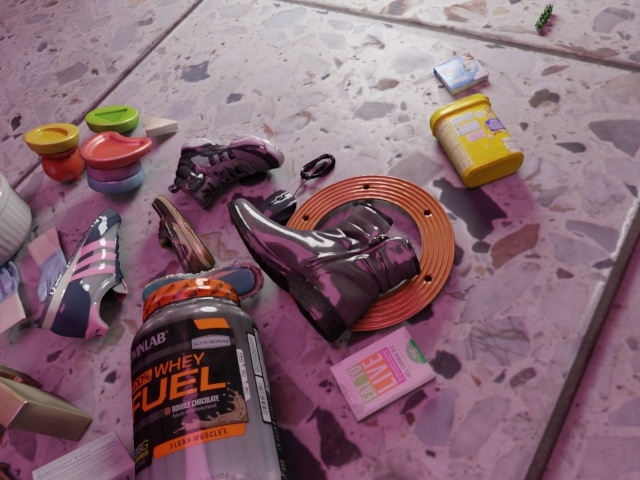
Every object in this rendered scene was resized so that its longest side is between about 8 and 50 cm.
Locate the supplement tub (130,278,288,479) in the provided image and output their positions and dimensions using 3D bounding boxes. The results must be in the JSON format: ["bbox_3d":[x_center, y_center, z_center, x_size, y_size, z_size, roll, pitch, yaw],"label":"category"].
[{"bbox_3d":[-0.182,0.242,0.729,0.207,0.207,0.338,-21,56,3],"label":"supplement tub"}]

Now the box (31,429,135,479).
[{"bbox_3d":[-0.344,0.367,0.697,0.126,0.072,0.137,-20,14,-33],"label":"box"}]

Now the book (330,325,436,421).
[{"bbox_3d":[0.102,0.219,0.772,0.144,0.035,0.096,-29,61,-4],"label":"book"}]

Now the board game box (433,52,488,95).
[{"bbox_3d":[0.320,-0.382,1.075,0.090,0.020,0.090,-24,58,0],"label":"board game box"}]

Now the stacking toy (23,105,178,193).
[{"bbox_3d":[-0.531,-0.223,1.195,0.309,0.130,0.279,19,40,22],"label":"stacking toy"}]

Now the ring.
[{"bbox_3d":[0.083,0.016,0.897,0.337,0.032,0.336,-7,59,12],"label":"ring"}]

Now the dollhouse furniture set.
[{"bbox_3d":[-0.576,0.409,0.758,0.303,0.174,0.355,20,67,25],"label":"dollhouse furniture set"}]

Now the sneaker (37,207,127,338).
[{"bbox_3d":[-0.461,0.068,0.988,0.131,0.112,0.319,24,44,-19],"label":"sneaker"}]

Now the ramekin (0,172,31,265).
[{"bbox_3d":[-0.821,-0.033,1.107,0.273,0.127,0.272,-10,54,13],"label":"ramekin"}]

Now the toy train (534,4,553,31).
[{"bbox_3d":[0.523,-0.520,1.099,0.017,0.023,0.083,21,67,34],"label":"toy train"}]

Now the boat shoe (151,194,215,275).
[{"bbox_3d":[-0.307,-0.011,0.991,0.073,0.080,0.223,-38,62,-14],"label":"boat shoe"}]

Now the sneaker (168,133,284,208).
[{"bbox_3d":[-0.213,-0.145,1.037,0.269,0.101,0.153,5,62,25],"label":"sneaker"}]

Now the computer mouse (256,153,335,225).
[{"bbox_3d":[-0.058,-0.108,1.003,0.071,0.041,0.242,33,72,30],"label":"computer mouse"}]

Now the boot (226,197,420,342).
[{"bbox_3d":[0.000,0.000,0.858,0.223,0.118,0.338,-39,69,-12],"label":"boot"}]

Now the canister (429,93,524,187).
[{"bbox_3d":[0.309,-0.198,0.937,0.126,0.073,0.169,-20,58,3],"label":"canister"}]

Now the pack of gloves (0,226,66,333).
[{"bbox_3d":[-0.646,0.097,1.052,0.195,0.046,0.232,-38,48,-7],"label":"pack of gloves"}]

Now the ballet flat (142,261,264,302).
[{"bbox_3d":[-0.218,0.099,0.903,0.241,0.077,0.091,-9,81,9],"label":"ballet flat"}]
